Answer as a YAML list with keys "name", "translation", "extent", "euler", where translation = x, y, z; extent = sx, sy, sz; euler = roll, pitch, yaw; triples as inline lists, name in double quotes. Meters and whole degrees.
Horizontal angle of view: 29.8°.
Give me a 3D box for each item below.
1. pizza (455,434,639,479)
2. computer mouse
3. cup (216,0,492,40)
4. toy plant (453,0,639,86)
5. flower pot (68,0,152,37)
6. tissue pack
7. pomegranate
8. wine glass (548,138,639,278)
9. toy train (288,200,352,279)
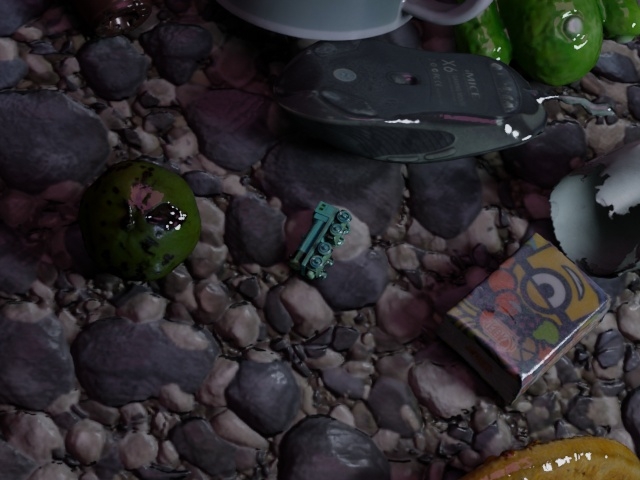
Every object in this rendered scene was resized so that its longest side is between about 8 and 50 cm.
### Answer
- name: "pizza"
  translation: [0.185, 0.228, 1.100]
  extent: [0.246, 0.127, 0.058]
  euler: [-21, 41, -12]
- name: "computer mouse"
  translation: [0.135, -0.139, 1.320]
  extent: [0.379, 0.090, 0.167]
  euler: [4, 42, -5]
- name: "cup"
  translation: [0.049, -0.381, 1.307]
  extent: [0.356, 0.274, 0.259]
  euler: [28, 44, 21]
- name: "toy plant"
  translation: [0.269, -0.330, 1.445]
  extent: [0.224, 0.184, 0.316]
  euler: [1, 74, -3]
- name: "flower pot"
  translation: [-0.241, -0.281, 1.355]
  extent: [0.111, 0.111, 0.089]
  euler: [-24, 80, -22]
- name: "tissue pack"
  translation: [0.207, 0.079, 1.220]
  extent: [0.148, 0.060, 0.108]
  euler: [-38, 70, -26]
- name: "pomegranate"
  translation: [-0.176, -0.025, 1.203]
  extent: [0.122, 0.122, 0.161]
  euler: [17, 19, 1]
- name: "wine glass"
  translation: [0.404, -0.065, 1.302]
  extent: [0.321, 0.143, 0.143]
  euler: [-25, 65, -20]
- name: "toy train"
  translation: [0.000, 0.000, 1.255]
  extent: [0.045, 0.029, 0.092]
  euler: [23, 58, 14]
